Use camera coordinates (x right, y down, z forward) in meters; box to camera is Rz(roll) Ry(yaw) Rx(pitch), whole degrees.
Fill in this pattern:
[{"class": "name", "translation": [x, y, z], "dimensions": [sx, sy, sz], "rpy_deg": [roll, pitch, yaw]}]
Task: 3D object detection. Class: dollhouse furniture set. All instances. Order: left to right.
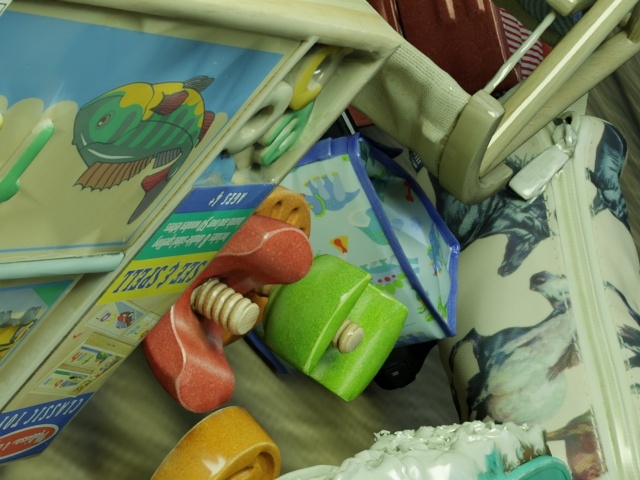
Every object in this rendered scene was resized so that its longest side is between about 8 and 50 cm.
[{"class": "dollhouse furniture set", "translation": [0.070, -0.273, 1.464], "dimensions": [0.201, 0.152, 0.374], "rpy_deg": [-11, 87, -68]}]

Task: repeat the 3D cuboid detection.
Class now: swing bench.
[{"class": "swing bench", "translation": [0.061, -0.174, 1.152], "dimensions": [0.255, 0.253, 0.165], "rpy_deg": [-43, 166, -26]}]

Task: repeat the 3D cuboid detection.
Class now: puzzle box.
[{"class": "puzzle box", "translation": [-0.140, -0.001, 0.678], "dimensions": [0.052, 0.272, 0.409], "rpy_deg": [47, 18, 14]}]

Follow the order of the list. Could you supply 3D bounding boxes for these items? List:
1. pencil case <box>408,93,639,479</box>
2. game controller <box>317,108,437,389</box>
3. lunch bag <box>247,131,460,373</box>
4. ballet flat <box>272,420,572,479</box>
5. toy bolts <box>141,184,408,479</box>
[{"class": "pencil case", "translation": [0.159, 0.099, 1.213], "dimensions": [0.183, 0.160, 0.410], "rpy_deg": [89, -7, -53]}, {"class": "game controller", "translation": [0.001, -0.048, 1.313], "dimensions": [0.166, 0.067, 0.319], "rpy_deg": [-97, 162, -56]}, {"class": "lunch bag", "translation": [0.000, 0.000, 1.169], "dimensions": [0.151, 0.129, 0.096], "rpy_deg": [51, 32, -43]}, {"class": "ballet flat", "translation": [-0.018, 0.179, 0.925], "dimensions": [0.409, 0.147, 0.147], "rpy_deg": [-15, 91, -55]}, {"class": "toy bolts", "translation": [-0.090, 0.044, 0.994], "dimensions": [0.218, 0.158, 0.228], "rpy_deg": [-56, 156, -7]}]
